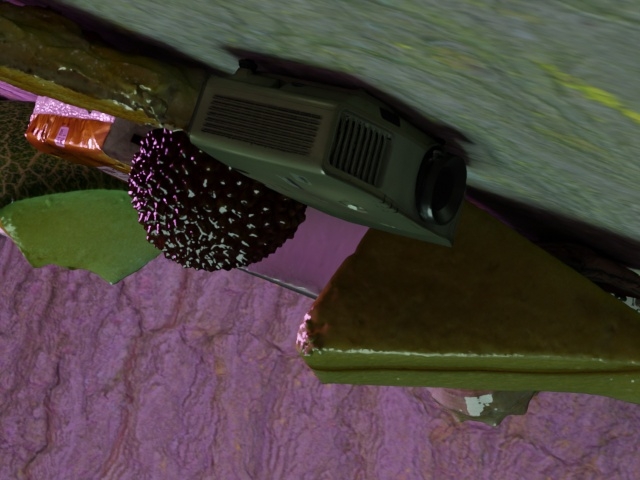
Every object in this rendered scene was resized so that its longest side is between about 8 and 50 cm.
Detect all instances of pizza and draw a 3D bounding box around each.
[{"bbox_3d":[-0.198,-0.154,1.362,0.287,0.075,0.280,17,179,1],"label":"pizza"}]

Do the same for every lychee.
[{"bbox_3d":[-0.107,-0.057,1.482,0.188,0.188,0.188,19,175,2],"label":"lychee"}]

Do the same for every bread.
[{"bbox_3d":[0.195,0.127,1.539,0.361,0.245,0.233,33,171,17],"label":"bread"}]

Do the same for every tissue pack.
[{"bbox_3d":[-0.218,-0.117,1.724,0.183,0.092,0.226,23,172,-35],"label":"tissue pack"}]

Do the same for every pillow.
[{"bbox_3d":[0.273,0.029,1.673,0.126,0.043,0.232,23,175,-29],"label":"pillow"}]

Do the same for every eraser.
[{"bbox_3d":[0.000,0.000,1.839,0.331,0.150,0.331,22,177,1],"label":"eraser"}]

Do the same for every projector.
[{"bbox_3d":[0.030,-0.069,1.279,0.193,0.088,0.269,15,174,30],"label":"projector"}]

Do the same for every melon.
[{"bbox_3d":[-0.373,-0.087,1.982,0.331,0.226,0.343,-5,-141,-38],"label":"melon"}]

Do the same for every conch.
[{"bbox_3d":[0.189,0.095,1.983,0.263,0.324,0.186,16,-141,22],"label":"conch"}]

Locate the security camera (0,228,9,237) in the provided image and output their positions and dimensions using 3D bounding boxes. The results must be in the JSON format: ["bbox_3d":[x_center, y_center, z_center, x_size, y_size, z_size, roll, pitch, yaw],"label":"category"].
[{"bbox_3d":[-0.431,-0.072,2.501,0.194,0.194,0.236,15,175,45],"label":"security camera"}]

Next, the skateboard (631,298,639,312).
[{"bbox_3d":[0.397,0.070,1.751,0.064,0.032,0.083,5,171,28],"label":"skateboard"}]
